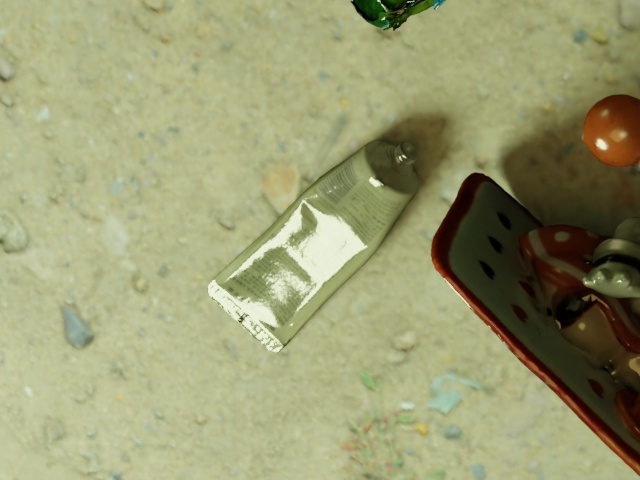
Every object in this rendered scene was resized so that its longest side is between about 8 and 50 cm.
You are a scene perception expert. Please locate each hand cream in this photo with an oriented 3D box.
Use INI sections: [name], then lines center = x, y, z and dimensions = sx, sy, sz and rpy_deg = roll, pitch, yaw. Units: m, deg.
[hand cream]
center = 0.000, 0.000, 1.019
dimensions = 0.057, 0.037, 0.165
rpy_deg = 43, 127, -2

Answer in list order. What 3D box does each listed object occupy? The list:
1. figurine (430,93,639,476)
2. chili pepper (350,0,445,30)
[figurine]
center = 0.202, -0.023, 0.875
dimensions = 0.183, 0.160, 0.226
rpy_deg = 44, 111, -4
[chili pepper]
center = -0.001, -0.211, 0.907
dimensions = 0.098, 0.061, 0.224
rpy_deg = -34, 93, 26
